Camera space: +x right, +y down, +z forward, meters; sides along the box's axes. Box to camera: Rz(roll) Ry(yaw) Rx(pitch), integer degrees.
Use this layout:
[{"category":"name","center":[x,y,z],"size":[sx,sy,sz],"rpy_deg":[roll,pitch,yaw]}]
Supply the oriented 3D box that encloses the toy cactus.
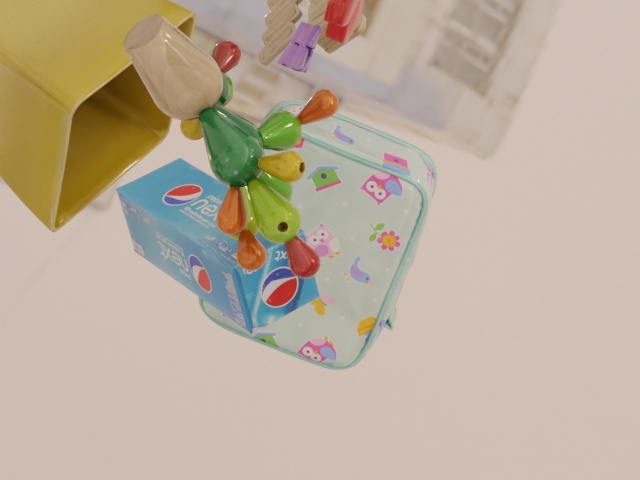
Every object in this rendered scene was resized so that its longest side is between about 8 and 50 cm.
[{"category":"toy cactus","center":[-0.061,-0.084,1.144],"size":[0.112,0.180,0.219],"rpy_deg":[-29,-141,15]}]

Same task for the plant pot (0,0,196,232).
[{"category":"plant pot","center":[-0.287,-0.180,1.844],"size":[0.187,0.212,0.212],"rpy_deg":[36,-39,13]}]

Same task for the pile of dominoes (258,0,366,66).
[{"category":"pile of dominoes","center":[0.018,-0.320,1.966],"size":[0.196,0.040,0.251],"rpy_deg":[-30,-143,33]}]

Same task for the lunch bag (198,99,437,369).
[{"category":"lunch bag","center":[0.000,0.000,1.842],"size":[0.108,0.224,0.279],"rpy_deg":[-77,-172,-60]}]

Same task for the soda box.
[{"category":"soda box","center":[-0.090,0.001,1.413],"size":[0.071,0.067,0.210],"rpy_deg":[-28,-147,-23]}]

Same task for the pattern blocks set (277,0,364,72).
[{"category":"pattern blocks set","center":[0.035,-0.279,1.272],"size":[0.026,0.285,0.325],"rpy_deg":[25,-67,8]}]
